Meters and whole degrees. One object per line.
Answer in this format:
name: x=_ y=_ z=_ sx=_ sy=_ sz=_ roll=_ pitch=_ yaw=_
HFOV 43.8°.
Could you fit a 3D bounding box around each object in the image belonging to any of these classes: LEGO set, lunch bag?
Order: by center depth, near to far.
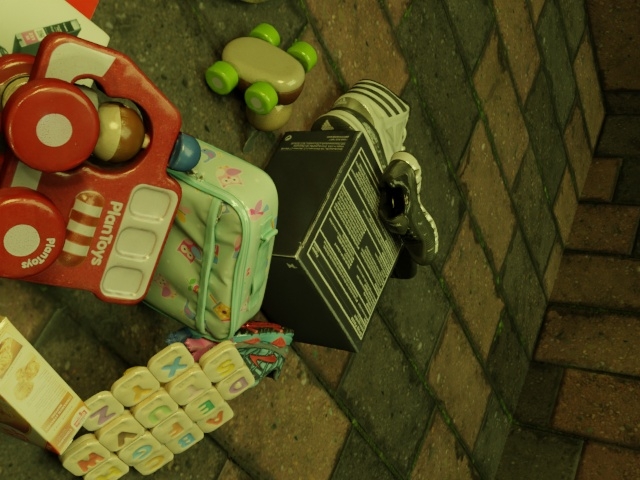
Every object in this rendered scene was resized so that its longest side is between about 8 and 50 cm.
lunch bag: x=-0.172 y=-0.001 z=1.128 sx=0.108 sy=0.224 sz=0.279 roll=-39 pitch=149 yaw=-45
LEGO set: x=-0.241 y=0.210 z=1.214 sx=0.093 sy=0.087 sz=0.227 roll=14 pitch=114 yaw=-46

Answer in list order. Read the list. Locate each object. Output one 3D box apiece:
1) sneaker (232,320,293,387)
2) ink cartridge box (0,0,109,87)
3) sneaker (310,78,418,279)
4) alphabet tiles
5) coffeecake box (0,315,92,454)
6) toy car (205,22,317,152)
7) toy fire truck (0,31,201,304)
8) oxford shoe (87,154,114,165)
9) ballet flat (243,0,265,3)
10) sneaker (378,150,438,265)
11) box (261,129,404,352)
sneaker: x=-0.133 y=0.204 z=1.381 sx=0.262 sy=0.104 sz=0.125 roll=14 pitch=85 yaw=-57
ink cartridge box: x=-0.371 y=-0.319 z=0.978 sx=0.275 sy=0.060 sz=0.239 roll=36 pitch=66 yaw=-53
sneaker: x=0.154 y=-0.142 z=1.707 sx=0.257 sy=0.169 sz=0.447 roll=-53 pitch=134 yaw=-36
alphabet tiles: x=-0.229 y=0.255 z=1.155 sx=0.284 sy=0.021 sz=0.278 roll=-34 pitch=148 yaw=-12
coffeecake box: x=-0.385 y=0.164 z=0.951 sx=0.068 sy=0.142 sz=0.185 roll=-58 pitch=139 yaw=-33
toy car: x=-0.104 y=-0.245 z=1.374 sx=0.155 sy=0.149 sz=0.188 roll=-52 pitch=164 yaw=-35
toy fire truck: x=-0.279 y=-0.078 z=0.949 sx=0.254 sy=0.169 sz=0.302 roll=14 pitch=103 yaw=-38
oxford shoe: x=-0.310 y=-0.118 z=1.087 sx=0.227 sy=0.083 sz=0.096 roll=-16 pitch=111 yaw=-42
ballet flat: x=-0.121 y=-0.451 z=1.289 sx=0.348 sy=0.123 sz=0.123 roll=-19 pitch=111 yaw=-55
sneaker: x=0.155 y=-0.042 z=1.484 sx=0.106 sy=0.078 sz=0.234 roll=-44 pitch=126 yaw=-43
box: x=0.000 y=0.000 z=1.479 sx=0.296 sy=0.183 sz=0.294 roll=59 pitch=46 yaw=-42
